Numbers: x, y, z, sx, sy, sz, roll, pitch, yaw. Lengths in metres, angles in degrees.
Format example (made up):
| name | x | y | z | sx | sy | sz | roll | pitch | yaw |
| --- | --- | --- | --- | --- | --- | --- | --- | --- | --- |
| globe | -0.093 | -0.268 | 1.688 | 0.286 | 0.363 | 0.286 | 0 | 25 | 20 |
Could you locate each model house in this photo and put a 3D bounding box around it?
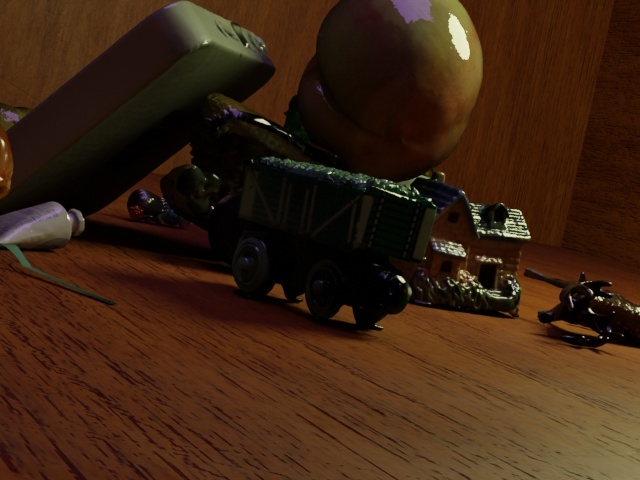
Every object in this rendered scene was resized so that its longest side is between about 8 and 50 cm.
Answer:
| name | x | y | z | sx | sy | sz | roll | pitch | yaw |
| --- | --- | --- | --- | --- | --- | --- | --- | --- | --- |
| model house | 0.182 | 0.000 | 1.782 | 0.183 | 0.172 | 0.166 | 10 | 3 | -23 |

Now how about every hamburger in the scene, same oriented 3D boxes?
| name | x | y | z | sx | sy | sz | roll | pitch | yaw |
| --- | --- | --- | --- | --- | --- | --- | --- | --- | --- |
| hamburger | -0.094 | -0.078 | 1.779 | 0.288 | 0.167 | 0.192 | 27 | -3 | -35 |

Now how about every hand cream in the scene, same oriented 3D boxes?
| name | x | y | z | sx | sy | sz | roll | pitch | yaw |
| --- | --- | --- | --- | --- | --- | --- | --- | --- | --- |
| hand cream | -0.322 | -0.010 | 1.445 | 0.084 | 0.053 | 0.142 | 14 | 20 | 43 |

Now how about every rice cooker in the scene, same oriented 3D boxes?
| name | x | y | z | sx | sy | sz | roll | pitch | yaw |
| --- | --- | --- | --- | --- | --- | --- | --- | --- | --- |
| rice cooker | -0.056 | -0.009 | 1.649 | 0.165 | 0.112 | 0.106 | 8 | 0 | -23 |

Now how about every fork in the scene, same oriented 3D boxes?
| name | x | y | z | sx | sy | sz | roll | pitch | yaw |
| --- | --- | --- | --- | --- | --- | --- | --- | --- | --- |
| fork | -0.262 | 0.024 | 1.249 | 0.235 | 0.021 | 0.039 | 15 | 8 | 41 |

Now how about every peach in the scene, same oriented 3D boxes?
| name | x | y | z | sx | sy | sz | roll | pitch | yaw |
| --- | --- | --- | --- | --- | --- | --- | --- | --- | --- |
| peach | 0.101 | -0.213 | 1.840 | 0.247 | 0.292 | 0.292 | 12 | 3 | -26 |

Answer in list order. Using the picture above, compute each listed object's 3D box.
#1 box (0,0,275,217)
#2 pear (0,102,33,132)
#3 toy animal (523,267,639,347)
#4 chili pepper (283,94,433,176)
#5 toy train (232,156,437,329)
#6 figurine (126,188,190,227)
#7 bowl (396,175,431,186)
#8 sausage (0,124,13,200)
| name | x | y | z | sx | sy | sz | roll | pitch | yaw |
| --- | --- | --- | --- | --- | --- | --- | --- | --- | --- |
| box | -0.254 | -0.163 | 1.751 | 0.090 | 0.373 | 0.367 | 54 | 11 | 6 |
| pear | -0.544 | -0.170 | 2.304 | 0.167 | 0.136 | 0.167 | 6 | 4 | 0 |
| toy animal | 0.360 | 0.086 | 1.711 | 0.244 | 0.087 | 0.260 | 8 | 2 | -22 |
| chili pepper | 0.062 | -0.158 | 2.087 | 0.253 | 0.083 | 0.099 | 16 | 2 | -1 |
| toy train | 0.000 | 0.000 | 1.391 | 0.115 | 0.154 | 0.269 | 6 | 7 | -35 |
| figurine | -0.253 | -0.044 | 2.086 | 0.106 | 0.047 | 0.060 | 17 | 37 | -31 |
| bowl | 0.025 | -0.051 | 2.096 | 0.307 | 0.163 | 0.307 | 11 | 4 | -1 |
| sausage | -0.445 | -0.093 | 1.404 | 0.268 | 0.153 | 0.141 | 15 | 5 | 30 |
